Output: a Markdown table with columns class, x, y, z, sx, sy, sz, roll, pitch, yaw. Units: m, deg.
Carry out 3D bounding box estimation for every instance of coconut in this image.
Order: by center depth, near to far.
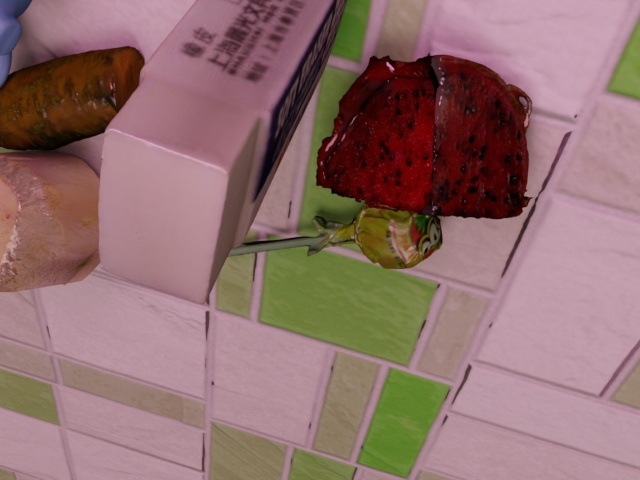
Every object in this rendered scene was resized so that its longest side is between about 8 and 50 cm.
| class | x | y | z | sx | sy | sz | roll | pitch | yaw |
| --- | --- | --- | --- | --- | --- | --- | --- | --- | --- |
| coconut | -0.293 | -0.024 | 0.827 | 0.147 | 0.152 | 0.147 | 2 | 95 | 22 |

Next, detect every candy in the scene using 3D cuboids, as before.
| class | x | y | z | sx | sy | sz | roll | pitch | yaw |
| --- | --- | --- | --- | --- | --- | --- | --- | --- | --- |
| candy | 0.000 | -0.003 | 0.800 | 0.262 | 0.073 | 0.077 | -7 | 114 | 37 |

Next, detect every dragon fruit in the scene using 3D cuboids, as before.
| class | x | y | z | sx | sy | sz | roll | pitch | yaw |
| --- | --- | --- | --- | --- | --- | --- | --- | --- | --- |
| dragon fruit | 0.084 | -0.084 | 0.668 | 0.127 | 0.121 | 0.161 | 1 | -173 | -42 |

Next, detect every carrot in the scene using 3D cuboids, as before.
| class | x | y | z | sx | sy | sz | roll | pitch | yaw |
| --- | --- | --- | --- | --- | --- | --- | --- | --- | --- |
| carrot | -0.235 | -0.126 | 0.738 | 0.173 | 0.082 | 0.082 | -4 | 133 | 25 |

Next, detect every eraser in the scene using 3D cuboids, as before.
| class | x | y | z | sx | sy | sz | roll | pitch | yaw |
| --- | --- | --- | --- | --- | --- | --- | --- | --- | --- |
| eraser | -0.052 | -0.102 | 0.539 | 0.081 | 0.279 | 0.124 | 21 | 138 | 0 |

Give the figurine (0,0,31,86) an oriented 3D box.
| class | x | y | z | sx | sy | sz | roll | pitch | yaw |
| --- | --- | --- | --- | --- | --- | --- | --- | --- | --- |
| figurine | -0.340 | -0.196 | 0.654 | 0.261 | 0.154 | 0.180 | 14 | 124 | 15 |
